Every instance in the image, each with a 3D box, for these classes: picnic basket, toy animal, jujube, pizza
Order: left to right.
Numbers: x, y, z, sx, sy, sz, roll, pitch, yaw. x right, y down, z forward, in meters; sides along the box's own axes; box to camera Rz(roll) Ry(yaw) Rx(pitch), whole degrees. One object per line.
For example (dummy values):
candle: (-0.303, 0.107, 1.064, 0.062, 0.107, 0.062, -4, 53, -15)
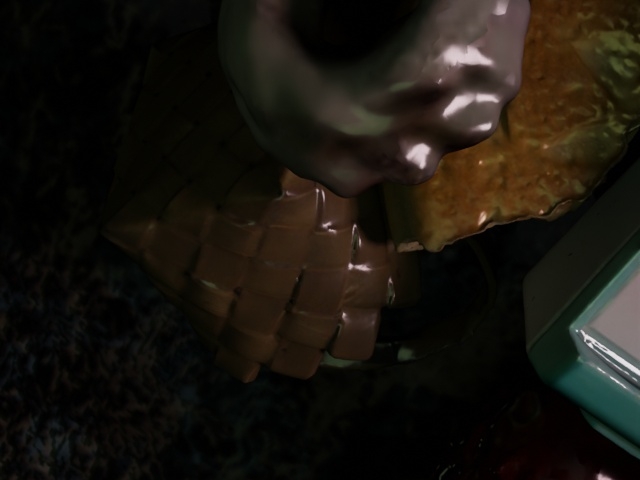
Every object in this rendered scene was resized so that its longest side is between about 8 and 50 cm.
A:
picnic basket: (0.000, 0.000, 0.721, 0.128, 0.138, 0.178, -12, 136, 26)
jujube: (0.088, 0.128, 0.771, 0.104, 0.104, 0.166, 26, 117, 2)
pizza: (0.103, -0.095, 0.654, 0.127, 0.058, 0.246, 28, 88, 8)
toy animal: (0.094, -0.187, 0.542, 0.344, 0.194, 0.303, -14, 80, 20)

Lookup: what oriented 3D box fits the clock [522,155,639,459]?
clock: (0.241, 0.016, 0.665, 0.262, 0.116, 0.231, 33, 112, -21)
